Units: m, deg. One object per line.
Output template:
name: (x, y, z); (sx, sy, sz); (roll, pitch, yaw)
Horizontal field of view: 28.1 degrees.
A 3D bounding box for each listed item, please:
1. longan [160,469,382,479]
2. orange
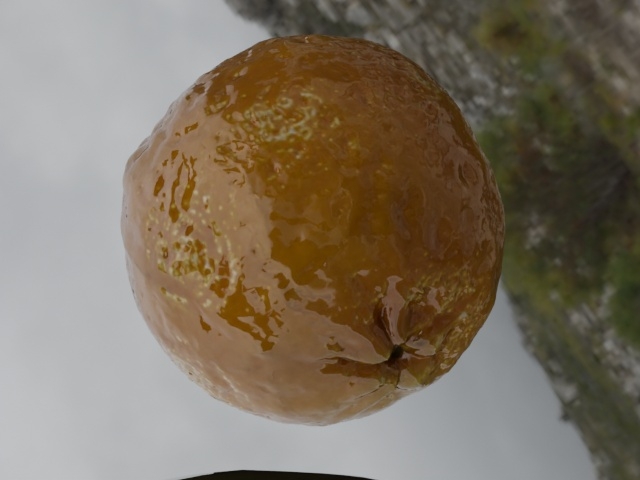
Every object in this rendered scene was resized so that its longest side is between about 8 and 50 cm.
longan: (-0.024, 0.232, 0.380); (0.361, 0.361, 0.361); (52, -169, -14)
orange: (0.000, 0.000, 1.106); (0.293, 0.340, 0.340); (51, -174, 39)
